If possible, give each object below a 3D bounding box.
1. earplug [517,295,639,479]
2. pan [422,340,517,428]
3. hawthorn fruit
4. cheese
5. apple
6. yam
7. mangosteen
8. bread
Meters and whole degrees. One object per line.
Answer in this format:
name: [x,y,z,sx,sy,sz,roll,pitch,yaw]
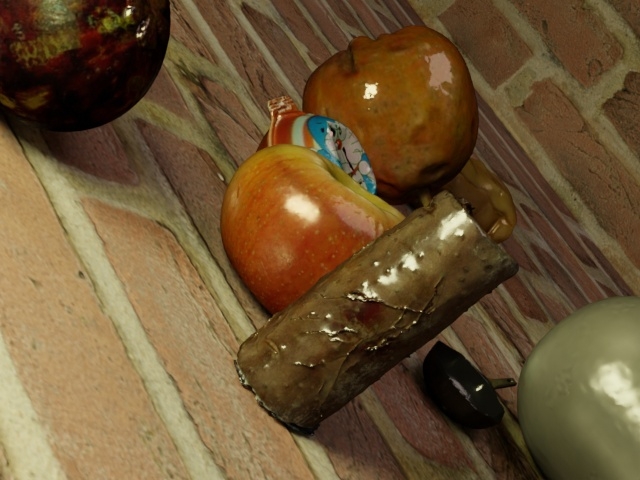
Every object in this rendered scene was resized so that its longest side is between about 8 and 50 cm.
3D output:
earplug: [0.448,0.263,1.718,0.394,0.312,0.312,54,18,24]
pan: [0.202,0.207,1.691,0.202,0.048,0.128,31,25,-38]
hawthorn fruit: [0.125,-0.171,2.007,0.277,0.277,0.298,3,66,-66]
cheese: [0.013,-0.029,1.632,0.329,0.129,0.217,66,24,0]
apple: [-0.007,0.007,1.434,0.235,0.173,0.210,42,12,17]
yam: [0.054,0.069,1.288,0.131,0.279,0.131,50,8,-10]
mangosteen: [-0.289,-0.228,1.265,0.289,0.231,0.231,13,12,12]
bread: [0.217,-0.108,2.286,0.294,0.132,0.167,36,14,-27]
